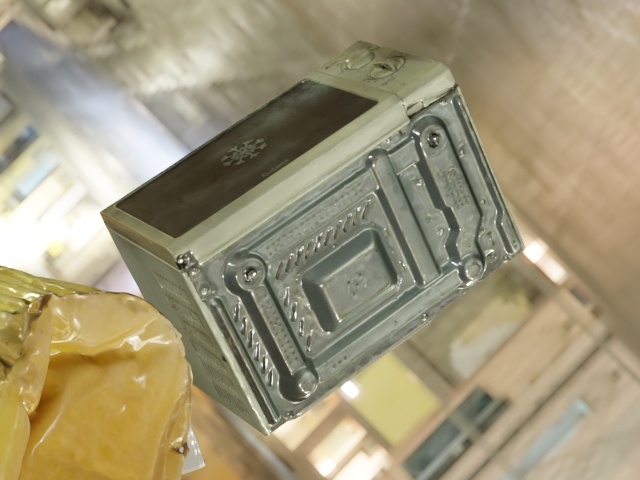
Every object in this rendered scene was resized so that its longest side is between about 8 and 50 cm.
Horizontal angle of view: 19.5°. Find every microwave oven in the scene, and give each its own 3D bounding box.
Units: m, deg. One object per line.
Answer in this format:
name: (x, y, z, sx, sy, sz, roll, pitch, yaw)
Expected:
microwave oven: (0.000, 0.000, 1.335, 0.145, 0.240, 0.194, 22, 143, 59)

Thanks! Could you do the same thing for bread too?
bread: (-0.204, 0.156, 1.123, 0.156, 0.288, 0.204, 8, -179, 35)

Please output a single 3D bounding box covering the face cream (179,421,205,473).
face cream: (-0.211, 0.177, 1.549, 0.096, 0.214, 0.096, 161, 90, -84)
